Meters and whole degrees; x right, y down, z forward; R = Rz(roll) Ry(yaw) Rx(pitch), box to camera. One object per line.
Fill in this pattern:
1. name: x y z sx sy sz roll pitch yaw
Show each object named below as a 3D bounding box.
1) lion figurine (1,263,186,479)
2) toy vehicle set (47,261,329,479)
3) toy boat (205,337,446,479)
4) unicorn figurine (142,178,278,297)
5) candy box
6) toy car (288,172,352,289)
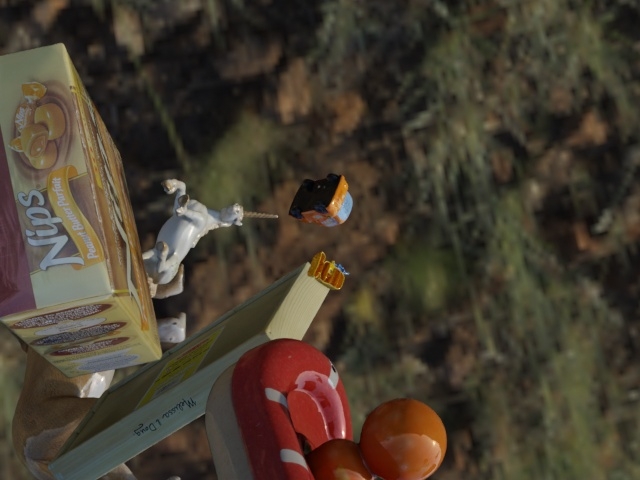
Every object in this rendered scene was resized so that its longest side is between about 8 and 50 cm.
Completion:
1. lion figurine: -0.267 0.139 2.108 0.240 0.392 0.142 -1 133 -2
2. toy vehicle set: -0.121 0.127 1.815 0.267 0.166 0.035 -33 100 24
3. toy boat: 0.017 0.158 1.348 0.151 0.231 0.151 -28 131 7
4. unicorn figurine: -0.132 -0.009 1.898 0.162 0.060 0.111 -43 154 -6
5. candy box: -0.190 -0.011 1.460 0.088 0.183 0.316 -13 169 -2
6. toy car: 0.000 0.000 1.565 0.060 0.122 0.040 -28 128 37
